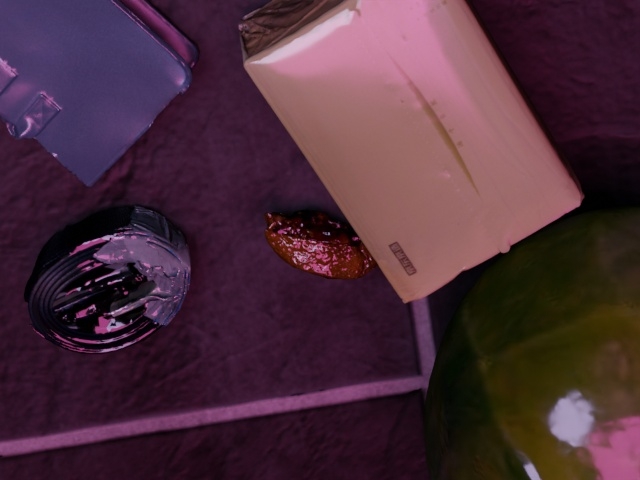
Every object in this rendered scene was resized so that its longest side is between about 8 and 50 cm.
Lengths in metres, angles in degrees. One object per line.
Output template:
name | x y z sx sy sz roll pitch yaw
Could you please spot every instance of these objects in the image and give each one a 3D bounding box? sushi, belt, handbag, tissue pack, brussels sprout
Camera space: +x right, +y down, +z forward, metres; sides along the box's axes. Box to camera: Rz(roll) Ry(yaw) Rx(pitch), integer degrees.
sushi | 0.000 0.000 1.197 0.099 0.050 0.047 12 119 -13
belt | -0.167 0.033 1.199 0.140 0.058 0.105 -28 116 8
handbag | -0.212 -0.155 1.117 0.221 0.057 0.144 41 110 -19
tissue pack | 0.068 -0.095 1.117 0.159 0.125 0.234 -30 113 10
brussels sprout | 0.216 0.153 1.157 0.281 0.289 0.354 -8 139 -12
